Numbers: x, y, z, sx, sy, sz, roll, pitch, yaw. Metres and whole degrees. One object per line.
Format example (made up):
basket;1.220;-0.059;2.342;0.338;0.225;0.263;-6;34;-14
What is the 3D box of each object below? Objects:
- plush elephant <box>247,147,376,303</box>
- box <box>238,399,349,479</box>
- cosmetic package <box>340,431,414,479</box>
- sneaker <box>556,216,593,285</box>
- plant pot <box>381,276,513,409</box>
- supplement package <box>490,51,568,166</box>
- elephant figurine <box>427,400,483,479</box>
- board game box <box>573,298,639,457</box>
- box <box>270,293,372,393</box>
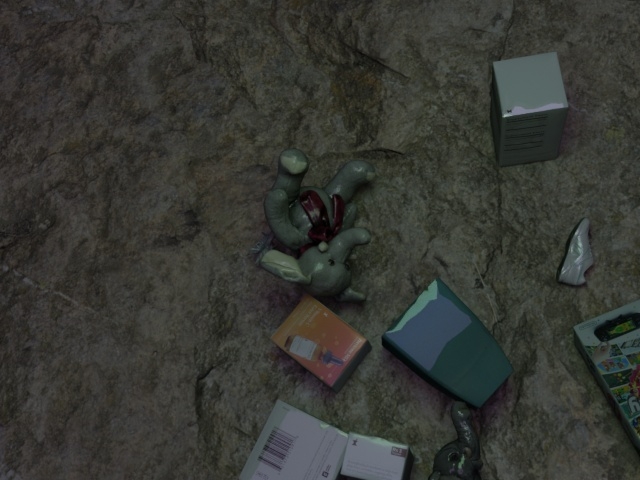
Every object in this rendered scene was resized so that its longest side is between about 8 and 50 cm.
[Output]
plush elephant;0.000;0.000;1.722;0.330;0.272;0.255;-53;53;20
box;-0.039;0.447;1.641;0.181;0.119;0.181;23;76;16
cosmetic package;0.114;0.433;1.558;0.117;0.231;0.086;10;73;14
sneaker;0.552;0.025;1.723;0.061;0.054;0.152;19;81;7
plant pot;0.265;0.224;1.645;0.234;0.166;0.165;42;83;14
supplement package;0.443;-0.276;1.739;0.133;0.244;0.139;-8;70;8
elephant figurine;0.272;0.472;1.563;0.186;0.169;0.239;-35;70;-26
board game box;0.657;0.263;1.548;0.224;0.097;0.303;-23;51;3
box;0.003;0.220;1.728;0.170;0.091;0.130;35;80;20
